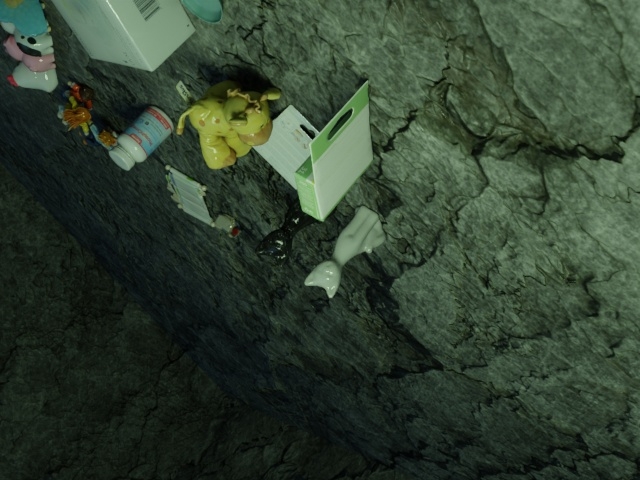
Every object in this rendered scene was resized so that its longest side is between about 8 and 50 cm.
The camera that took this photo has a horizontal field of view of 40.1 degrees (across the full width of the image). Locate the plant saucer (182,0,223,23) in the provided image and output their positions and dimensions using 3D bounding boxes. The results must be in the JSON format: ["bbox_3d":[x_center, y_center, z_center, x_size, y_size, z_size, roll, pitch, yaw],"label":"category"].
[{"bbox_3d":[-0.219,-0.450,1.599,0.119,0.021,0.119,34,157,16],"label":"plant saucer"}]

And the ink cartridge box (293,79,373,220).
[{"bbox_3d":[0.023,-0.164,1.562,0.056,0.171,0.235,30,156,24],"label":"ink cartridge box"}]

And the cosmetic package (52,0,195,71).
[{"bbox_3d":[-0.404,-0.468,1.711,0.225,0.138,0.224,21,151,42],"label":"cosmetic package"}]

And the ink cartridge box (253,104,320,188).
[{"bbox_3d":[-0.048,-0.200,1.813,0.145,0.045,0.179,44,140,-9],"label":"ink cartridge box"}]

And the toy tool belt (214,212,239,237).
[{"bbox_3d":[-0.248,-0.040,2.421,0.083,0.052,0.051,35,-171,20],"label":"toy tool belt"}]

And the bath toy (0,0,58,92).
[{"bbox_3d":[-0.751,-0.495,2.234,0.348,0.129,0.151,120,133,-67],"label":"bath toy"}]

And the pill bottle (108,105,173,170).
[{"bbox_3d":[-0.443,-0.250,2.161,0.087,0.160,0.087,33,158,15],"label":"pill bottle"}]

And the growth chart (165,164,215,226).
[{"bbox_3d":[-0.372,-0.124,2.481,0.172,0.021,0.237,32,157,19],"label":"growth chart"}]

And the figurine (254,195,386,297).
[{"bbox_3d":[0.000,0.000,1.865,0.215,0.209,0.092,31,157,19],"label":"figurine"}]

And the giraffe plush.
[{"bbox_3d":[-0.161,-0.245,1.727,0.170,0.181,0.210,4,158,38],"label":"giraffe plush"}]

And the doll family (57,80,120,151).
[{"bbox_3d":[-0.629,-0.308,2.405,0.163,0.118,0.263,9,143,52],"label":"doll family"}]
